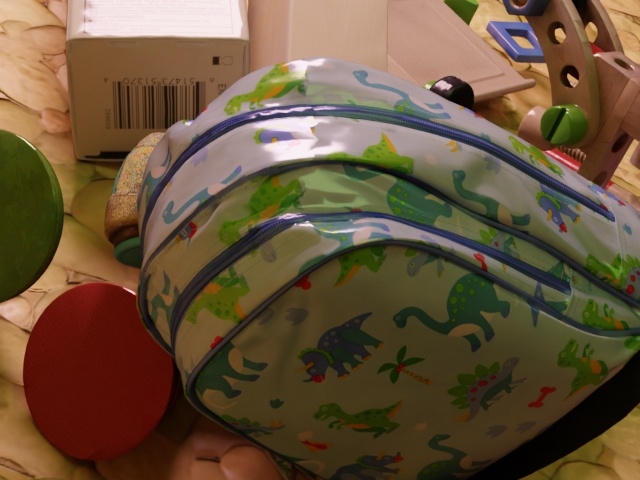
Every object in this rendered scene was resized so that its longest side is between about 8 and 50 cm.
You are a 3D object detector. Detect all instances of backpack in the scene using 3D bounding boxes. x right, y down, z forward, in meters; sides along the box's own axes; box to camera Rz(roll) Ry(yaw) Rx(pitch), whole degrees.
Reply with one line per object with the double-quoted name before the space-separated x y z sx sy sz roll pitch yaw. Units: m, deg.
"backpack" 0.043 0.032 1.093 0.355 0.290 0.273 41 33 -22

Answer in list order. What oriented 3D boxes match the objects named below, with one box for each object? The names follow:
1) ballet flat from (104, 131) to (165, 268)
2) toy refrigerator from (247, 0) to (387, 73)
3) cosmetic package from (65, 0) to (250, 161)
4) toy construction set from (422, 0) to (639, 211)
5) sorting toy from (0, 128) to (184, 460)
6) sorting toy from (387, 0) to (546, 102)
"ballet flat" 0.000 0.000 1.282 0.348 0.123 0.123 18 38 -24
"toy refrigerator" -0.007 -0.131 1.429 0.102 0.094 0.270 18 55 -25
"cosmetic package" -0.143 -0.209 1.425 0.153 0.129 0.296 0 43 -5
"toy construction set" 0.254 -0.077 1.471 0.237 0.257 0.309 34 4 28
"sorting toy" -0.200 0.005 1.203 0.365 0.127 0.126 50 17 22
"sorting toy" 0.097 -0.190 1.669 0.347 0.047 0.196 -18 53 -46
